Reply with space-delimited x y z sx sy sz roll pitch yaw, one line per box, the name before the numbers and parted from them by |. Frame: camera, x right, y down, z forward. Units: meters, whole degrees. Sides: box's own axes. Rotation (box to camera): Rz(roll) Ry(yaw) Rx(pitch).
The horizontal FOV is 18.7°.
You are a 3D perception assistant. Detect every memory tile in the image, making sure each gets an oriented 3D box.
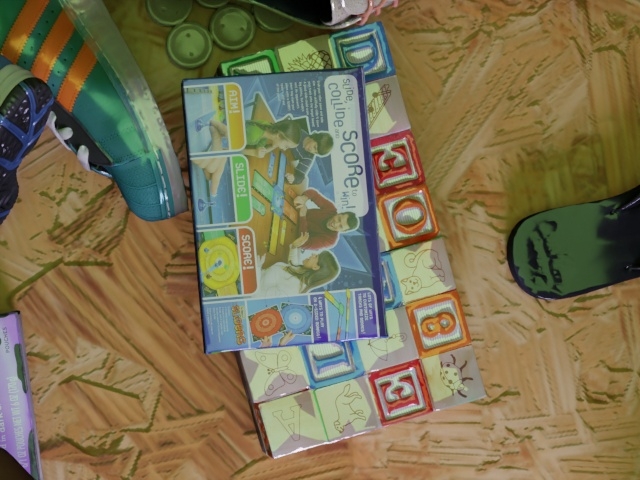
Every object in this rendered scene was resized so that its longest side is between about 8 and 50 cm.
memory tile | -0.093 -0.216 1.526 0.113 0.012 0.148 -25 92 -7

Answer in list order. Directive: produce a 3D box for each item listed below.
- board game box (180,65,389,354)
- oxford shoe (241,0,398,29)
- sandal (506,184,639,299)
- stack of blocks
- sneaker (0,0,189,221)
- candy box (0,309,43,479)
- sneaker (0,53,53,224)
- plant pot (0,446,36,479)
board game box | -0.027 -0.022 1.425 0.136 0.035 0.201 -4 88 -7
oxford shoe | 0.050 -0.214 1.460 0.397 0.140 0.146 4 63 -3
sandal | 0.274 -0.014 1.542 0.254 0.054 0.097 -23 91 -7
stack of blocks | 0.000 0.000 1.490 0.171 0.087 0.297 -15 90 -7
sneaker | -0.208 -0.133 1.466 0.121 0.108 0.302 -29 84 -6
candy box | -0.311 0.147 1.454 0.196 0.070 0.165 -8 90 -7
sneaker | -0.268 -0.058 1.436 0.081 0.080 0.211 42 122 14
plant pot | -0.349 0.188 1.305 0.229 0.263 0.263 43 83 12
